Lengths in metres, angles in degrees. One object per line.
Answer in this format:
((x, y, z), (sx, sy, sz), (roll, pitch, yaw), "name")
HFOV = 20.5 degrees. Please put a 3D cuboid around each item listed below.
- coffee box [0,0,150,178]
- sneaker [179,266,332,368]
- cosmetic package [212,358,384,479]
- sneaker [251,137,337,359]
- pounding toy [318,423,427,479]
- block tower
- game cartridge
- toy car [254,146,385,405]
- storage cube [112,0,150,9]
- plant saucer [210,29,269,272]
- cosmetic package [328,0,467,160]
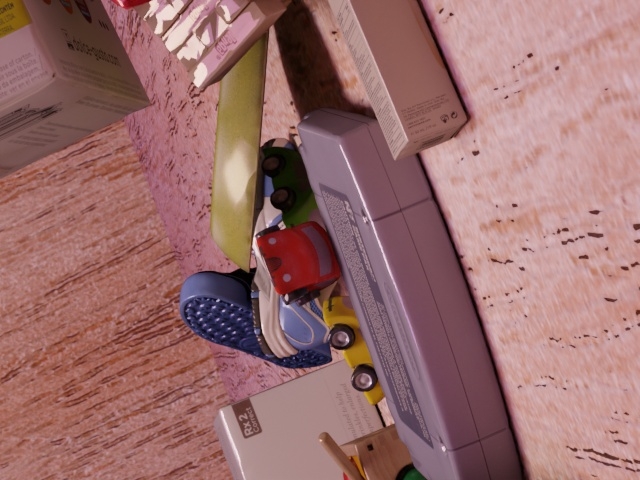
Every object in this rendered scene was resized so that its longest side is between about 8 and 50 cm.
((-0.391, -0.199, 1.472), (0.334, 0.338, 0.337), (65, -175, 3), "coffee box")
((-0.064, 0.057, 1.739), (0.232, 0.081, 0.090), (33, -132, -55), "sneaker")
((-0.015, 0.222, 1.845), (0.183, 0.151, 0.151), (126, 122, -80), "cosmetic package")
((-0.021, 0.005, 1.655), (0.080, 0.081, 0.211), (34, -132, -71), "sneaker")
((0.059, 0.214, 1.550), (0.141, 0.100, 0.130), (131, 117, -80), "pounding toy")
((-0.148, -0.274, 1.321), (0.335, 0.097, 0.091), (51, 128, 6), "block tower")
((0.065, 0.048, 1.303), (0.198, 0.062, 0.297), (-158, 47, -72), "game cartridge")
((0.000, 0.000, 1.494), (0.239, 0.053, 0.225), (54, -165, -49), "toy car")
((-0.086, -0.274, 0.995), (0.215, 0.184, 0.193), (48, 157, 53), "storage cube")
((-0.067, -0.094, 1.469), (0.241, 0.037, 0.241), (-176, 90, -88), "plant saucer")
((0.046, -0.112, 1.080), (0.060, 0.041, 0.115), (127, 121, -80), "cosmetic package")
